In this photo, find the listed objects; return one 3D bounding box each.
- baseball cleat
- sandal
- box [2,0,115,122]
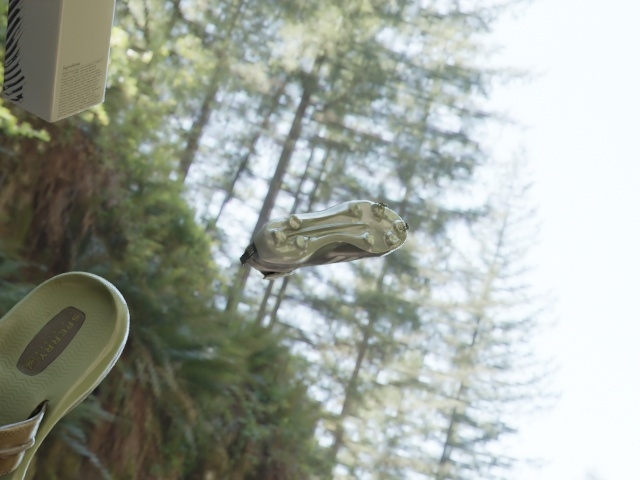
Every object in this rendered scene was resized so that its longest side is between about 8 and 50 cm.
[{"bbox_3d":[0.000,0.000,1.308,0.206,0.072,0.109,-2,-20,-34],"label":"baseball cleat"},{"bbox_3d":[-0.253,0.128,0.828,0.120,0.302,0.086,26,-33,6],"label":"sandal"},{"bbox_3d":[-0.338,-0.302,1.456,0.094,0.113,0.275,28,-56,21],"label":"box"}]
